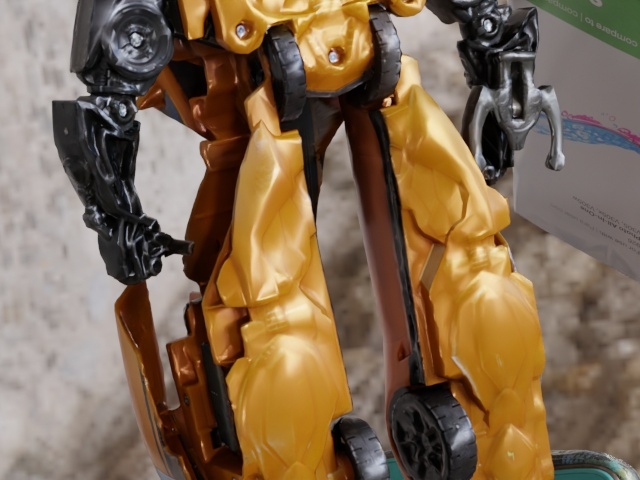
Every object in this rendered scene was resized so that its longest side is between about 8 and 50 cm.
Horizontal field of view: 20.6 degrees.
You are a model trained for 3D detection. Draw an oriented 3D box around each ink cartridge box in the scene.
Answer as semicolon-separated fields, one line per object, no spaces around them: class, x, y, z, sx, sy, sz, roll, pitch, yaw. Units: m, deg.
ink cartridge box;0.164;-0.104;0.811;0.154;0.093;0.212;-46;149;-23

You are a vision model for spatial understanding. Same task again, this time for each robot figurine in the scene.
robot figurine;0.000;0.000;0.689;0.211;0.085;0.291;-15;100;-28

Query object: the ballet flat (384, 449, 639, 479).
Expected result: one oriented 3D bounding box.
ballet flat;0.107;0.155;1.052;0.070;0.188;0.070;2;87;-59
